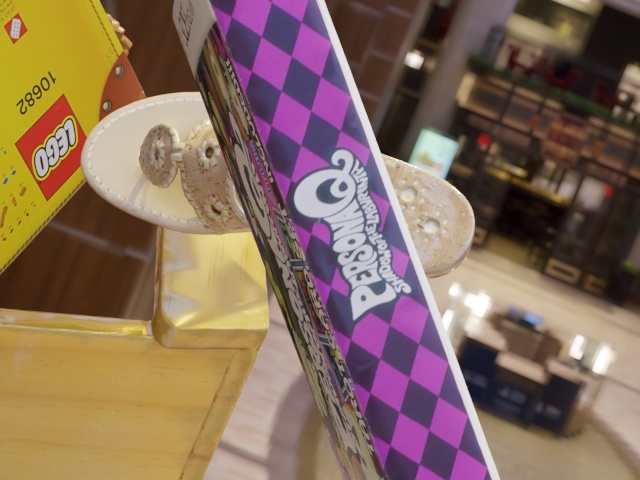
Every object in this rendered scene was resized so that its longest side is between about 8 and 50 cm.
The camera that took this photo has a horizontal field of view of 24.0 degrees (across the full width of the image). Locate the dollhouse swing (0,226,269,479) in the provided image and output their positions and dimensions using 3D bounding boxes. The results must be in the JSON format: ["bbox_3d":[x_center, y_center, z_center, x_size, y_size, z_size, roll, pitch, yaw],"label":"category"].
[{"bbox_3d":[-0.256,0.139,1.595,0.305,0.347,0.315,15,32,-15],"label":"dollhouse swing"}]

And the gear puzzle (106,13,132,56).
[{"bbox_3d":[-0.362,-0.283,1.881,0.339,0.044,0.175,12,-28,39],"label":"gear puzzle"}]

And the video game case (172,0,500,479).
[{"bbox_3d":[0.000,0.000,0.584,0.042,0.232,0.210,-21,3,-5],"label":"video game case"}]

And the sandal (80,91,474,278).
[{"bbox_3d":[-0.028,-0.042,0.855,0.240,0.088,0.079,16,-12,9],"label":"sandal"}]

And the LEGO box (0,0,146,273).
[{"bbox_3d":[-0.420,-0.025,1.002,0.372,0.500,0.193,14,-38,36],"label":"LEGO box"}]
